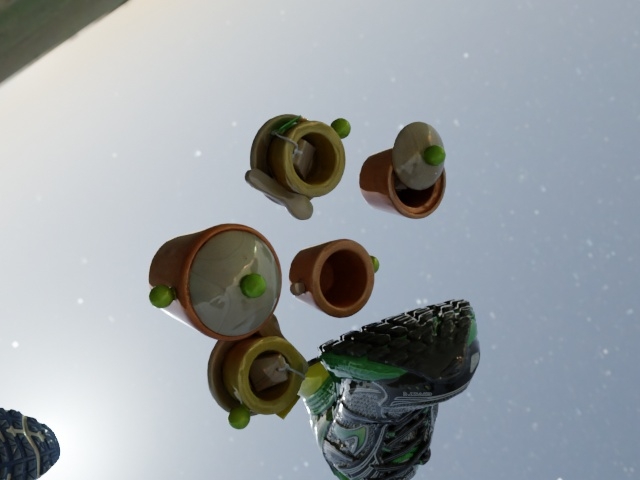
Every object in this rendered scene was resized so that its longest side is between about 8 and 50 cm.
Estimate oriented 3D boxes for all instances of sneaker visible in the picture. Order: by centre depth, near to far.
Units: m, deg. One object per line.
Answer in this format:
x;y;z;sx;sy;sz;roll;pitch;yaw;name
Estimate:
-0.229;0.138;0.617;0.135;0.052;0.058;-6;161;-19;sneaker
0.071;0.149;0.925;0.134;0.146;0.343;-18;167;-16;sneaker

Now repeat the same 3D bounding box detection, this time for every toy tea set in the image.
0.000;0.000;0.885;0.124;0.200;0.336;3;-130;54;toy tea set
